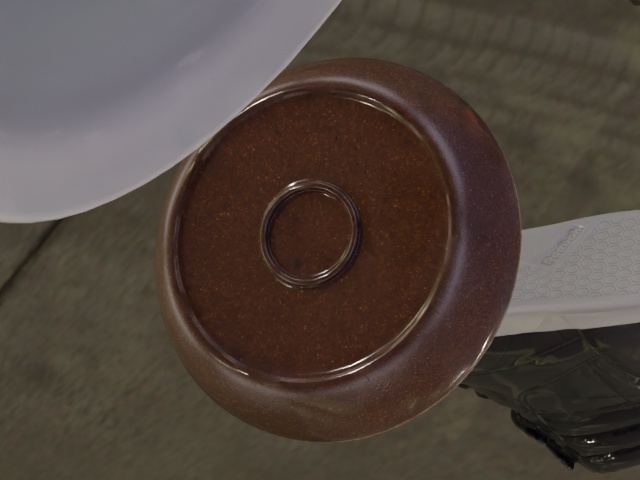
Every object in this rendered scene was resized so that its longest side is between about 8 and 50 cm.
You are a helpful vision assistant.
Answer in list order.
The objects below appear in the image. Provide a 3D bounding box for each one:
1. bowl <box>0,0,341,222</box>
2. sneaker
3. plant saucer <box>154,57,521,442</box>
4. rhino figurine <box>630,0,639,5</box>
[{"bbox_3d":[-0.063,-0.163,0.498,0.134,0.298,0.298,35,63,16],"label":"bowl"},{"bbox_3d":[0.089,0.068,0.991,0.104,0.296,0.147,-70,148,-45],"label":"sneaker"},{"bbox_3d":[0.000,0.000,0.736,0.168,0.029,0.168,-4,77,21],"label":"plant saucer"},{"bbox_3d":[0.274,-0.205,1.180,0.106,0.073,0.243,21,42,21],"label":"rhino figurine"}]
